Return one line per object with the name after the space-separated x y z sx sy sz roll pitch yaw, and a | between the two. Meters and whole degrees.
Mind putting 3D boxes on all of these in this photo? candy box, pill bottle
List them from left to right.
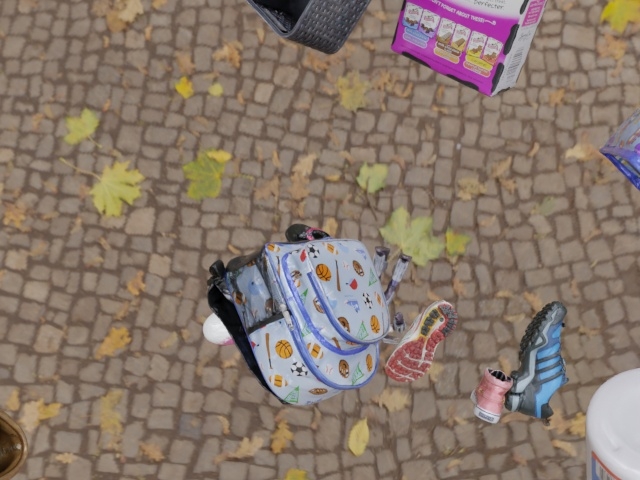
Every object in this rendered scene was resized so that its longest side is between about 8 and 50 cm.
0.193 -0.314 0.887 0.159 0.233 0.071 33 39 25 | candy box
0.319 0.232 0.707 0.124 0.221 0.124 -10 44 10 | pill bottle

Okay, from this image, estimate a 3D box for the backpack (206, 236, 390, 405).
-0.008 0.127 1.206 0.213 0.276 0.263 -22 80 37 | backpack

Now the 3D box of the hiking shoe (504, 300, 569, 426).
0.569 0.303 1.866 0.132 0.113 0.304 21 96 3 | hiking shoe

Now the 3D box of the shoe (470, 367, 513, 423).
0.323 0.279 1.380 0.063 0.178 0.081 22 95 12 | shoe

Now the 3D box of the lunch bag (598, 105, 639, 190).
0.438 -0.149 0.831 0.221 0.293 0.138 -45 74 17 | lunch bag

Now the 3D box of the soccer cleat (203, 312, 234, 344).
-0.142 0.172 1.903 0.331 0.143 0.116 -13 59 -19 | soccer cleat

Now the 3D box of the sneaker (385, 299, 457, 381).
0.234 0.233 1.706 0.088 0.093 0.225 38 100 -6 | sneaker

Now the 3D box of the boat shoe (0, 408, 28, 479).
-0.315 0.140 0.537 0.119 0.324 0.123 -11 73 -2 | boat shoe

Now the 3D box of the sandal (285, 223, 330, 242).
0.000 0.000 1.774 0.179 0.040 0.067 20 58 -21 | sandal

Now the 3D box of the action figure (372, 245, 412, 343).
0.150 0.161 1.962 0.185 0.099 0.285 16 97 3 | action figure

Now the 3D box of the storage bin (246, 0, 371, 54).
0.004 -0.326 0.863 0.122 0.084 0.180 52 121 32 | storage bin
